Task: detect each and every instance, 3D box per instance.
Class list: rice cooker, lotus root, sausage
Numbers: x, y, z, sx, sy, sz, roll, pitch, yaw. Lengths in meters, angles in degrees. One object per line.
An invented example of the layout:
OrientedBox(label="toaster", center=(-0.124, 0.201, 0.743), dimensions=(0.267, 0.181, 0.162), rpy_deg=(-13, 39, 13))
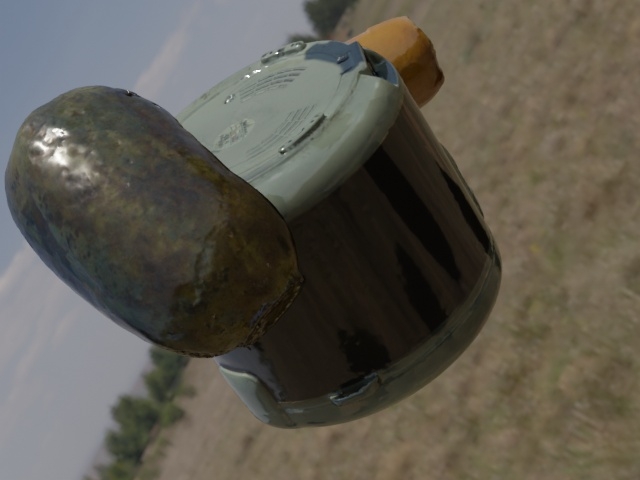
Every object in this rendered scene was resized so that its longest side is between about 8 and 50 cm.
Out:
OrientedBox(label="rice cooker", center=(0.000, 0.000, 1.366), dimensions=(0.335, 0.325, 0.335), rpy_deg=(-26, 28, 15))
OrientedBox(label="lotus root", center=(-0.141, -0.013, 1.104), dimensions=(0.152, 0.275, 0.160), rpy_deg=(-41, -24, -40))
OrientedBox(label="sausage", center=(-0.013, -0.163, 1.746), dimensions=(0.354, 0.134, 0.116), rpy_deg=(-29, 46, -3))
